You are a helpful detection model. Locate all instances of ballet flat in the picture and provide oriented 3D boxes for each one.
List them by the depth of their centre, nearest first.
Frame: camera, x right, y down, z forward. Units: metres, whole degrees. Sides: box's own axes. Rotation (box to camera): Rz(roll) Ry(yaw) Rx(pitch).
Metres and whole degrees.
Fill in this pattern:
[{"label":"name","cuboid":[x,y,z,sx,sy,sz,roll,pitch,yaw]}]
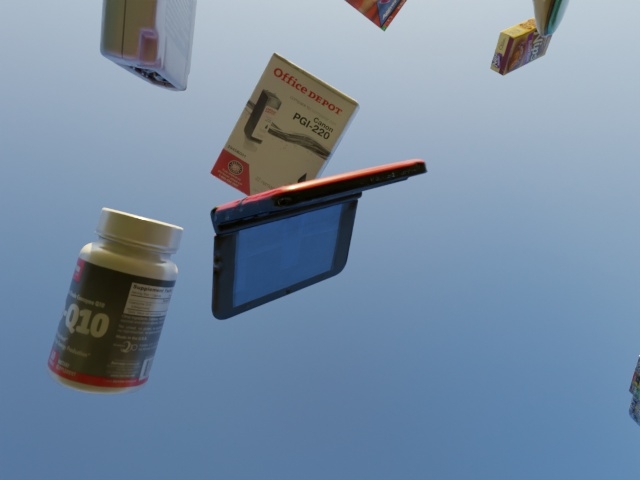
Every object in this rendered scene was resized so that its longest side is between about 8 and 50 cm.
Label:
[{"label":"ballet flat","cuboid":[0.334,-0.407,0.658,0.073,0.233,0.080,28,-159,29]}]

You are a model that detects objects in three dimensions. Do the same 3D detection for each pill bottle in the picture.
[{"label":"pill bottle","cuboid":[-0.339,0.098,0.805,0.161,0.161,0.284,15,-92,-9]}]

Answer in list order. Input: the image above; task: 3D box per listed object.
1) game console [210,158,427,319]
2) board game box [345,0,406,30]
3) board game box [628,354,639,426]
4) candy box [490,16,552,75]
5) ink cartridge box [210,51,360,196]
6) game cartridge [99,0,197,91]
[{"label":"game console","cuboid":[0.000,0.000,0.350,0.143,0.124,0.085,-19,-83,-40]},{"label":"board game box","cuboid":[0.160,-0.588,0.954,0.145,0.281,0.027,32,-145,-14]},{"label":"board game box","cuboid":[0.693,0.351,0.914,0.060,0.194,0.194,-11,-151,-8]},{"label":"candy box","cuboid":[0.561,-0.542,1.308,0.186,0.109,0.053,-31,-124,-22]},{"label":"ink cartridge box","cuboid":[-0.056,-0.166,0.779,0.158,0.092,0.218,30,-81,-2]},{"label":"game cartridge","cuboid":[-0.173,-0.276,0.516,0.060,0.294,0.196,11,-80,-12]}]
